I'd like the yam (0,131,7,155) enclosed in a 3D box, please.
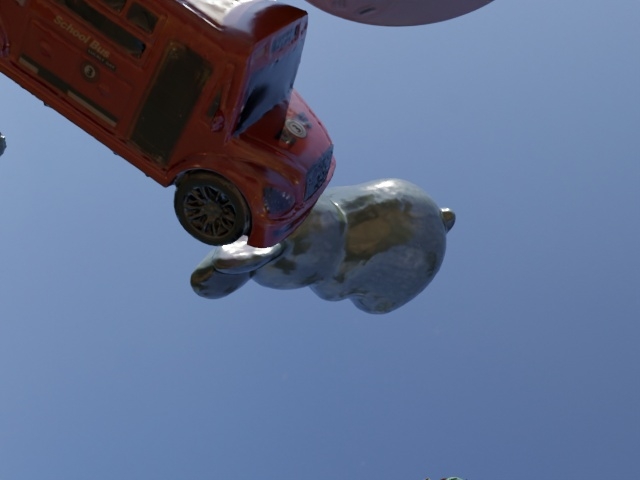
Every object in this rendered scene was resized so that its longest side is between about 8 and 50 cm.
[{"bbox_3d":[-0.446,-0.088,0.853,0.078,0.179,0.078,26,-46,30],"label":"yam"}]

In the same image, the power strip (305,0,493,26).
[{"bbox_3d":[0.045,-0.190,0.419,0.154,0.154,0.078,-15,-115,38],"label":"power strip"}]

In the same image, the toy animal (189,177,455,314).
[{"bbox_3d":[0.000,-0.007,0.595,0.138,0.236,0.108,-35,-121,29],"label":"toy animal"}]

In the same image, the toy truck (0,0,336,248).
[{"bbox_3d":[-0.096,-0.109,0.424,0.253,0.107,0.114,34,-56,1],"label":"toy truck"}]

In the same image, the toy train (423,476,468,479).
[{"bbox_3d":[0.123,0.304,0.845,0.074,0.118,0.176,59,-17,28],"label":"toy train"}]
